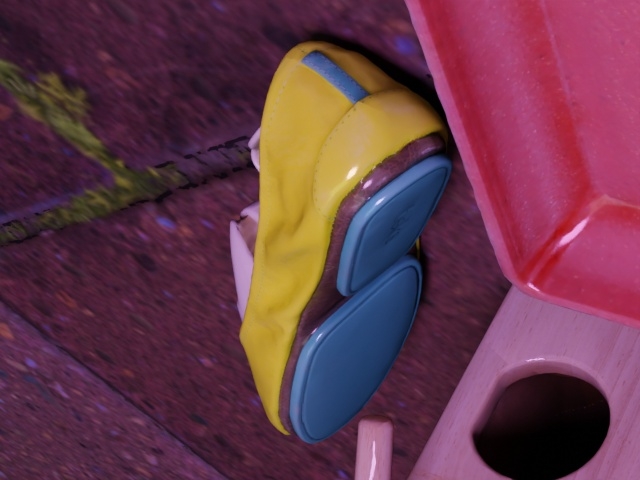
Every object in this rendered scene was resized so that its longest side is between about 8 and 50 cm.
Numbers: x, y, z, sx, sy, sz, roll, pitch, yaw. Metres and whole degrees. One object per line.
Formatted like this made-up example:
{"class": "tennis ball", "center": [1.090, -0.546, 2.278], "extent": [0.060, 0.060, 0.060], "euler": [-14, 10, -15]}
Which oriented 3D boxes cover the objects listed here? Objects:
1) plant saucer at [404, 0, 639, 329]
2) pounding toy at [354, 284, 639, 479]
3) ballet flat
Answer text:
{"class": "plant saucer", "center": [0.148, -0.041, 0.512], "extent": [0.258, 0.047, 0.259], "euler": [16, 151, 29]}
{"class": "pounding toy", "center": [0.078, 0.118, 0.698], "extent": [0.094, 0.206, 0.181], "euler": [16, 151, 29]}
{"class": "ballet flat", "center": [0.000, 0.000, 0.742], "extent": [0.077, 0.077, 0.231], "euler": [47, 157, 17]}
